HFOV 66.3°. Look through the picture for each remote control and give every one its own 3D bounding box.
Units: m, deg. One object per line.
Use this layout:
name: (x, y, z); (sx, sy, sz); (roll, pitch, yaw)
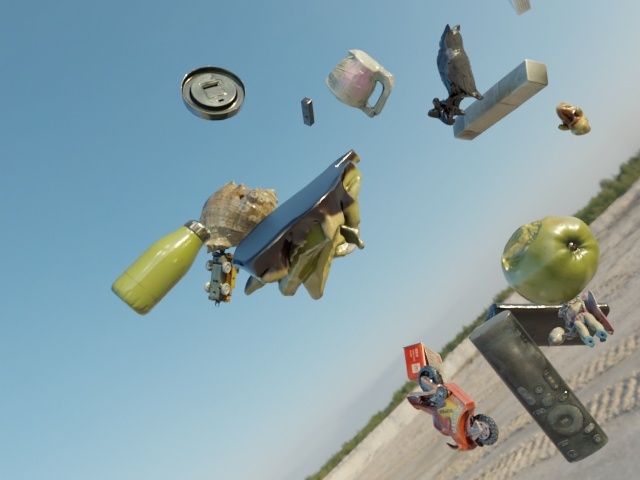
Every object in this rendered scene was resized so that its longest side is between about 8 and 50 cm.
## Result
remote control: (0.479, 0.324, 1.073); (0.107, 0.377, 0.044); (-37, 7, 16)

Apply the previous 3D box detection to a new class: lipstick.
lipstick: (0.558, -0.433, 1.560); (0.080, 0.076, 0.371); (6, -15, -18)

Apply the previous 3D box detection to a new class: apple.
apple: (0.679, 0.059, 1.452); (0.279, 0.279, 0.279); (-38, -20, -17)

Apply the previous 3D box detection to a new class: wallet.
wallet: (0.799, 0.305, 1.771); (0.406, 0.062, 0.228); (-1, -49, -2)

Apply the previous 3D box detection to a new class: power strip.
power strip: (-0.048, -0.480, 1.838); (0.029, 0.038, 0.111); (-49, -28, -28)

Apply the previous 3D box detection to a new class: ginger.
ginger: (0.000, 0.000, 1.061); (0.358, 0.211, 0.413); (-40, 12, 10)

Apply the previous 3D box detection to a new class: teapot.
teapot: (0.141, -0.561, 1.737); (0.163, 0.221, 0.178); (-11, -30, -48)

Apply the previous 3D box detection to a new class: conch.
conch: (-0.317, -0.112, 1.802); (0.352, 0.297, 0.210); (-28, -53, -36)

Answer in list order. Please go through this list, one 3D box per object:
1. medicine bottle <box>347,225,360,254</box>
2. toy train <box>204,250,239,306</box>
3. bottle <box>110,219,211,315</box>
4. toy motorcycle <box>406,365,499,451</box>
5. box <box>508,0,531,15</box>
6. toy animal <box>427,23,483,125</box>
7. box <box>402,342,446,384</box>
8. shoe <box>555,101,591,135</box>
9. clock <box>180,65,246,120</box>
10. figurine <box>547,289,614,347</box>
medicine bottle: (-0.003, -0.035, 1.616); (0.131, 0.250, 0.131); (-29, -55, -52)
toy train: (-0.353, 0.132, 1.790); (0.127, 0.089, 0.219); (8, -94, -68)
bottle: (-0.378, 0.056, 1.196); (0.260, 0.112, 0.112); (-49, -17, -20)
toy motorcycle: (0.374, 0.499, 1.419); (0.089, 0.298, 0.171); (-5, -61, -35)
box: (0.453, -0.620, 1.163); (0.040, 0.084, 0.154); (-24, -32, 22)
toy animal: (0.314, -0.378, 1.112); (0.121, 0.117, 0.210); (-33, -48, -42)
box: (0.417, 0.499, 1.950); (0.099, 0.133, 0.182); (-24, -41, 26)
shoe: (0.704, -0.338, 1.378); (0.072, 0.109, 0.069); (-25, 8, 41)
clock: (-0.360, -0.495, 1.653); (0.215, 0.215, 0.042); (-34, -16, -26)
figurine: (0.775, 0.260, 1.462); (0.205, 0.103, 0.260); (-54, -3, 18)
